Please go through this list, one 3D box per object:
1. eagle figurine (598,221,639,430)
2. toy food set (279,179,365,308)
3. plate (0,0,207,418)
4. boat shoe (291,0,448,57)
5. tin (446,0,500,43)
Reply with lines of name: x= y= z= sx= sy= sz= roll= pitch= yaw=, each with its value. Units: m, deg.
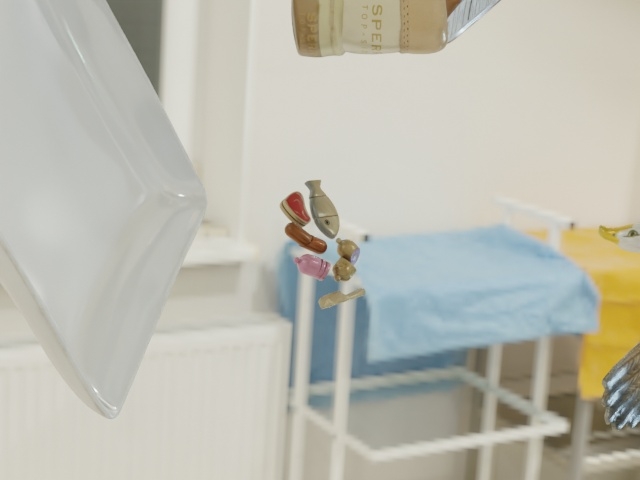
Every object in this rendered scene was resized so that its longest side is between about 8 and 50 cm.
eagle figurine: x=0.371 y=0.027 z=1.320 sx=0.225 sy=0.298 sz=0.226 roll=-9 pitch=-24 yaw=26
toy food set: x=0.000 y=0.000 z=1.304 sx=0.078 sy=0.122 sz=0.019 roll=-17 pitch=-14 yaw=-39
plate: x=-0.177 y=-0.065 z=0.904 sx=0.045 sy=0.278 sz=0.277 roll=-16 pitch=28 yaw=20
boat shoe: x=0.053 y=-0.272 z=0.954 sx=0.110 sy=0.341 sz=0.121 roll=4 pitch=-21 yaw=6
tin: x=0.198 y=-0.317 z=1.753 sx=0.040 sy=0.190 sz=0.106 roll=44 pitch=-15 yaw=19
